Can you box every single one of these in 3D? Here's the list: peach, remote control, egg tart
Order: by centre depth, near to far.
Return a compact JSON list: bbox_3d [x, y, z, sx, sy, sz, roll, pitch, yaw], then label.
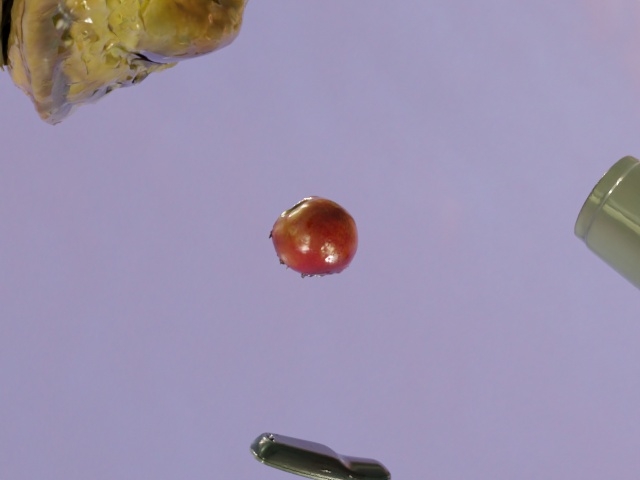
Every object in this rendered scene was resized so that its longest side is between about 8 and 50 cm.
[{"bbox_3d":[-0.101,-0.205,0.646,0.132,0.297,0.297,23,-129,3],"label":"egg tart"},{"bbox_3d":[-0.001,-0.001,1.055,0.098,0.061,0.098,0,-89,-18],"label":"peach"},{"bbox_3d":[0.002,0.321,1.405,0.222,0.042,0.072,18,-173,-24],"label":"remote control"}]

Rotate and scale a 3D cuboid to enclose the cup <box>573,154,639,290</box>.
[{"bbox_3d":[0.270,0.002,0.731,0.141,0.120,0.120,38,-130,23],"label":"cup"}]
